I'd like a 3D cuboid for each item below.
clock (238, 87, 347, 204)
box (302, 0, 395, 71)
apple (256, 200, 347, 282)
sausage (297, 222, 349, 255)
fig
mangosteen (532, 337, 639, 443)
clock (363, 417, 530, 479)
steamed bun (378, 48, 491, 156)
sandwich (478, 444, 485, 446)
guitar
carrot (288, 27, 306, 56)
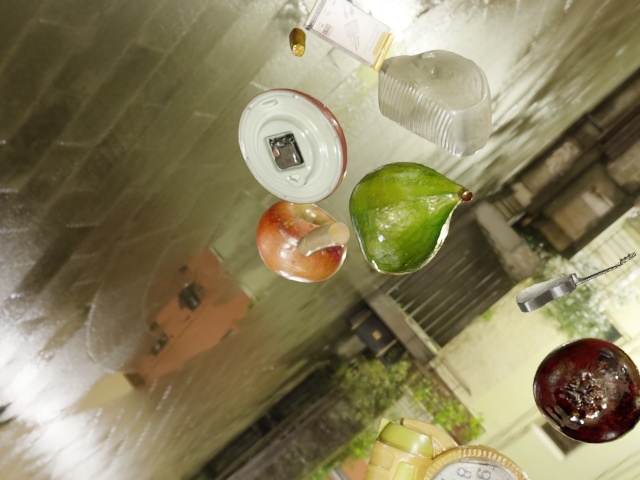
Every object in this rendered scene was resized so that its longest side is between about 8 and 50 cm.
[{"bbox_3d":[-0.077,-0.236,1.879,0.318,0.318,0.080,-50,176,40],"label":"clock"},{"bbox_3d":[0.085,-0.583,2.020,0.129,0.247,0.033,-65,-167,-10],"label":"box"},{"bbox_3d":[-0.058,0.003,2.172,0.272,0.251,0.206,10,126,-28],"label":"apple"},{"bbox_3d":[-0.001,-0.002,1.873,0.066,0.065,0.301,-36,-176,-20],"label":"sausage"},{"bbox_3d":[0.174,-0.055,1.260,0.235,0.203,0.203,-22,-178,37],"label":"fig"},{"bbox_3d":[0.605,0.335,1.642,0.235,0.235,0.261,-44,157,17],"label":"mangosteen"},{"bbox_3d":[0.236,0.477,1.344,0.200,0.317,0.244,54,52,-74],"label":"clock"},{"bbox_3d":[0.372,-0.443,2.249,0.236,0.383,0.247,-39,145,-22],"label":"steamed bun"},{"bbox_3d":[0.295,0.556,1.662,0.187,0.117,0.144,-12,143,0],"label":"sandwich"},{"bbox_3d":[0.477,0.073,1.372,0.233,0.025,0.088,-28,-175,19],"label":"guitar"},{"bbox_3d":[-0.050,-0.445,1.645,0.042,0.042,0.170,-44,-159,17],"label":"carrot"}]
